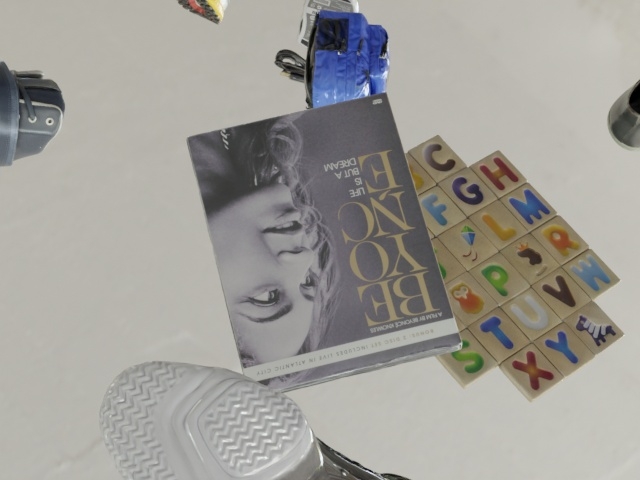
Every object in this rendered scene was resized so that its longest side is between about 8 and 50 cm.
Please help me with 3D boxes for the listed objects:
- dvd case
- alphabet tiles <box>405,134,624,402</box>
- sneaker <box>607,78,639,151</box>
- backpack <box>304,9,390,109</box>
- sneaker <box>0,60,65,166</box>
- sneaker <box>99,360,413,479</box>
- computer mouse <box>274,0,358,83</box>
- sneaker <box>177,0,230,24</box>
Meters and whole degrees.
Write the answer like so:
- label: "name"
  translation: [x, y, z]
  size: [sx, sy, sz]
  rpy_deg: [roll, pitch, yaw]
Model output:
- label: "dvd case"
  translation: [0.000, 0.000, 1.270]
  size: [0.164, 0.018, 0.221]
  rpy_deg: [-13, -112, -5]
- label: "alphabet tiles"
  translation: [0.192, 0.026, 1.965]
  size: [0.285, 0.011, 0.342]
  rpy_deg: [-29, -111, -34]
- label: "sneaker"
  translation: [0.393, -0.166, 1.647]
  size: [0.083, 0.222, 0.118]
  rpy_deg: [56, 177, 7]
- label: "backpack"
  translation: [0.030, -0.197, 1.938]
  size: [0.101, 0.098, 0.120]
  rpy_deg: [4, -115, 10]
- label: "sneaker"
  translation: [-0.297, -0.152, 1.391]
  size: [0.163, 0.226, 0.086]
  rpy_deg: [-6, -138, -20]
- label: "sneaker"
  translation: [-0.013, 0.163, 1.007]
  size: [0.268, 0.101, 0.153]
  rpy_deg: [28, 169, -1]
- label: "computer mouse"
  translation: [0.008, -0.263, 2.089]
  size: [0.106, 0.193, 0.042]
  rpy_deg: [19, -127, -2]
- label: "sneaker"
  translation: [-0.164, -0.377, 2.167]
  size: [0.088, 0.093, 0.225]
  rpy_deg: [26, 167, 18]
